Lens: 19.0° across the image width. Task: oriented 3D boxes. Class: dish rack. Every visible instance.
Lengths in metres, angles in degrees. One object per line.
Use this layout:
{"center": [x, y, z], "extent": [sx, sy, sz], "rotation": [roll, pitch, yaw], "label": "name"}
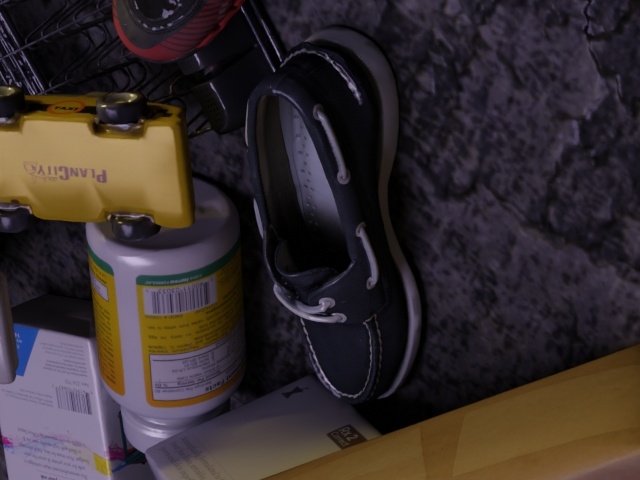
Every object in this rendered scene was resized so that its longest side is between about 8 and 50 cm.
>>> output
{"center": [-0.163, -0.150, 1.410], "extent": [0.271, 0.074, 0.208], "rotation": [-15, 106, 48], "label": "dish rack"}

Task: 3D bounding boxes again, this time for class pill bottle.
{"center": [-0.117, 0.064, 1.481], "extent": [0.118, 0.117, 0.208], "rotation": [22, 131, 30], "label": "pill bottle"}

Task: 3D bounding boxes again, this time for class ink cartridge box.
{"center": [-0.201, 0.171, 1.631], "extent": [0.134, 0.078, 0.231], "rotation": [8, 112, 38], "label": "ink cartridge box"}

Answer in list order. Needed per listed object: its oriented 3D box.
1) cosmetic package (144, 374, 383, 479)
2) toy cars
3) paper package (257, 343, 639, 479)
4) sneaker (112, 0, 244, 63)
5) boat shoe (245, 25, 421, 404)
{"center": [-0.019, 0.228, 1.448], "extent": [0.151, 0.151, 0.183], "rotation": [32, 144, 64], "label": "cosmetic package"}
{"center": [-0.237, -0.005, 1.400], "extent": [0.394, 0.087, 0.176], "rotation": [-39, 96, 29], "label": "toy cars"}
{"center": [0.132, 0.270, 1.265], "extent": [0.325, 0.168, 0.309], "rotation": [-22, 106, 13], "label": "paper package"}
{"center": [-0.075, -0.217, 1.191], "extent": [0.098, 0.135, 0.276], "rotation": [36, 123, 6], "label": "sneaker"}
{"center": [0.000, 0.000, 1.350], "extent": [0.114, 0.091, 0.302], "rotation": [13, 126, 36], "label": "boat shoe"}
